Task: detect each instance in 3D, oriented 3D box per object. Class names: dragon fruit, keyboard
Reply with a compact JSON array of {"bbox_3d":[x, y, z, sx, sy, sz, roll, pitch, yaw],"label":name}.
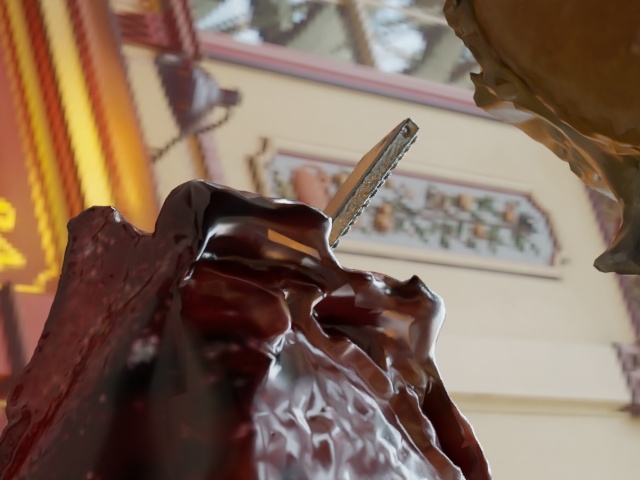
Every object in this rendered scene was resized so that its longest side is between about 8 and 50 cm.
[{"bbox_3d":[-0.047,0.161,0.668,0.228,0.286,0.329,-16,-105,35],"label":"dragon fruit"},{"bbox_3d":[-0.001,-0.001,0.957,0.014,0.176,0.055,43,-35,-9],"label":"keyboard"}]

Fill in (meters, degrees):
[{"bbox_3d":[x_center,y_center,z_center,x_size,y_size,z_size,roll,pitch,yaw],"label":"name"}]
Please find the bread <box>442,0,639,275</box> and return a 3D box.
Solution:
[{"bbox_3d":[0.211,-0.126,0.499,0.389,0.183,0.236,-26,-124,31],"label":"bread"}]
